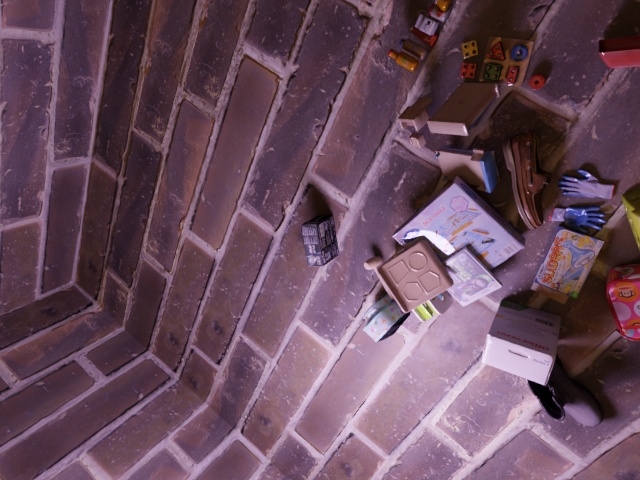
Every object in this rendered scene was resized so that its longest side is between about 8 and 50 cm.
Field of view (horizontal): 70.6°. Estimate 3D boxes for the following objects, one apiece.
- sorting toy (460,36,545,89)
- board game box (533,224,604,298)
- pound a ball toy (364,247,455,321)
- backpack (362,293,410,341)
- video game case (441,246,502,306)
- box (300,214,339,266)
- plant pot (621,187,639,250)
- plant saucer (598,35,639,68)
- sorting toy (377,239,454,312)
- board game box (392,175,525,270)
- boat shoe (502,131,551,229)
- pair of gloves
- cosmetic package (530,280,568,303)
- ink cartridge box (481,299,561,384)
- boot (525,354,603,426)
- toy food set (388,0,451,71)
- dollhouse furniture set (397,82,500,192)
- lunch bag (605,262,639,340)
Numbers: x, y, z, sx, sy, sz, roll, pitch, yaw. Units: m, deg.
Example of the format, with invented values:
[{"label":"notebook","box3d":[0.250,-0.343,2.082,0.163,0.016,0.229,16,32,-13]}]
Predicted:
[{"label":"sorting toy","box3d":[0.557,-0.550,1.386,0.274,0.046,0.132,19,117,24]},{"label":"board game box","box3d":[0.798,0.069,1.460,0.136,0.035,0.201,23,105,22]},{"label":"pound a ball toy","box3d":[0.345,0.152,1.752,0.319,0.135,0.208,53,148,5]},{"label":"backpack","box3d":[0.255,0.314,1.813,0.144,0.188,0.166,43,125,10]},{"label":"video game case","box3d":[0.511,0.132,1.599,0.190,0.022,0.173,44,130,-6]},{"label":"box","box3d":[0.000,0.000,1.870,0.077,0.147,0.180,0,109,31]},{"label":"plant pot","box3d":[0.984,-0.040,1.230,0.227,0.207,0.228,-20,96,35]},{"label":"plant saucer","box3d":[0.838,-0.475,1.121,0.258,0.259,0.048,6,121,29]},{"label":"sorting toy","box3d":[0.338,0.128,1.613,0.208,0.038,0.193,-34,87,13]},{"label":"board game box","box3d":[0.475,-0.010,1.582,0.318,0.066,0.318,42,129,-4]},{"label":"boat shoe","box3d":[0.665,-0.186,1.421,0.104,0.110,0.307,-14,101,35]},{"label":"pair of gloves","box3d":[0.816,-0.122,1.411,0.159,0.023,0.198,14,116,26]},{"label":"cosmetic package","box3d":[0.782,0.160,1.528,0.115,0.041,0.060,26,118,21]},{"label":"ink cartridge box","box3d":[0.675,0.329,1.512,0.201,0.278,0.117,16,116,25]},{"label":"boot","box3d":[0.821,0.545,1.541,0.338,0.222,0.118,48,124,6]},{"label":"toy food set","box3d":[0.318,-0.673,1.440,0.104,0.111,0.232,35,125,15]},{"label":"dollhouse furniture set","box3d":[0.468,-0.338,1.512,0.286,0.198,0.303,22,153,46]},{"label":"lunch bag","box3d":[1.035,0.189,1.348,0.293,0.120,0.258,-17,103,36]}]
